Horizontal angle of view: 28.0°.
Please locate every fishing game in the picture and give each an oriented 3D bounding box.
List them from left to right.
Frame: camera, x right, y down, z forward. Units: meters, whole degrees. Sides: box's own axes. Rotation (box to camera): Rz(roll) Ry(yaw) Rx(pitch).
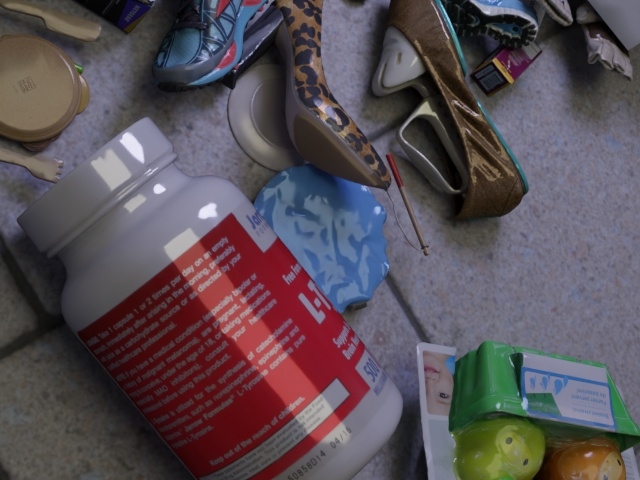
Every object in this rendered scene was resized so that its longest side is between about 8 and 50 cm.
[{"bbox_3d":[0.000,0.000,1.540,0.264,0.041,0.189,-21,86,-24],"label":"fishing game"}]

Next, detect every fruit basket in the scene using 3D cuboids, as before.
[{"bbox_3d":[0.267,0.297,1.499,0.327,0.165,0.353,14,49,-25],"label":"fruit basket"}]

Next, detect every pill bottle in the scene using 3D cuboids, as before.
[{"bbox_3d":[-0.119,0.084,1.335,0.229,0.229,0.408,-43,98,-32],"label":"pill bottle"}]

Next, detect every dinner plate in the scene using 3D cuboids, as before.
[{"bbox_3d":[-0.046,-0.152,1.572,0.141,0.017,0.141,10,70,-28],"label":"dinner plate"}]

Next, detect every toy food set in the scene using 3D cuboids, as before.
[{"bbox_3d":[-0.322,-0.164,1.414,0.132,0.038,0.192,18,73,-16],"label":"toy food set"}]

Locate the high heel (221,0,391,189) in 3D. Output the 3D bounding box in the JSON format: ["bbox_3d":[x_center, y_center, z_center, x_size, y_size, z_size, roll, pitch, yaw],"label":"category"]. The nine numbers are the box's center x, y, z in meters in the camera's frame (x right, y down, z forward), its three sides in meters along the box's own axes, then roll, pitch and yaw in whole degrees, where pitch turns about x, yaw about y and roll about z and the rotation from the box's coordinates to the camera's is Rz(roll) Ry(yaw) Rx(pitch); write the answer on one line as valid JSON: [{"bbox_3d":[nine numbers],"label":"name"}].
[{"bbox_3d":[0.021,-0.190,1.546,0.261,0.093,0.186,40,60,5],"label":"high heel"}]

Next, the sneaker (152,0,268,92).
[{"bbox_3d":[-0.138,-0.284,1.487,0.262,0.104,0.125,-67,147,-34],"label":"sneaker"}]

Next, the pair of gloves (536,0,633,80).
[{"bbox_3d":[0.353,-0.334,1.788,0.240,0.042,0.204,32,41,-35],"label":"pair of gloves"}]

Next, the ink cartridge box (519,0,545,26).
[{"bbox_3d":[0.271,-0.395,1.807,0.145,0.045,0.179,34,64,-17],"label":"ink cartridge box"}]

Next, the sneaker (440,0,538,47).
[{"bbox_3d":[0.217,-0.309,1.728,0.162,0.063,0.073,21,40,6],"label":"sneaker"}]

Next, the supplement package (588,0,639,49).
[{"bbox_3d":[0.469,-0.410,1.787,0.149,0.194,0.203,47,34,-17],"label":"supplement package"}]

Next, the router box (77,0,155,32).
[{"bbox_3d":[-0.253,-0.435,1.501,0.243,0.081,0.309,31,63,-17],"label":"router box"}]

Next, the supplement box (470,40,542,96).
[{"bbox_3d":[0.252,-0.241,1.743,0.043,0.055,0.083,50,58,-8],"label":"supplement box"}]

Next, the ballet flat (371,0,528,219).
[{"bbox_3d":[0.142,-0.176,1.645,0.124,0.116,0.342,-26,93,-13],"label":"ballet flat"}]
